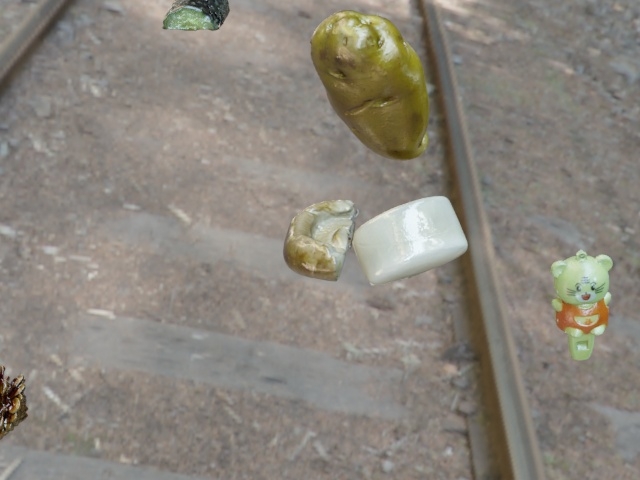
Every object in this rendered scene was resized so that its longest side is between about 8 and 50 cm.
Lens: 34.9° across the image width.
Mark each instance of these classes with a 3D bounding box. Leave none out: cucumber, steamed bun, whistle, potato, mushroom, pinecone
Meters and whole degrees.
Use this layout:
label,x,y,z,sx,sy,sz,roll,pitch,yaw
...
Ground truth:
label,x,y,z,sx,sy,sz,roll,pitch,yaw
cucumber,-0.175,-0.333,1.442,0.078,0.062,0.211,2,15,-1
steamed bun,0.202,-0.002,2.220,0.242,0.164,0.146,-16,76,-24
whistle,0.571,0.144,2.231,0.131,0.288,0.106,-8,29,0
potato,0.110,-0.301,2.007,0.196,0.369,0.176,-23,42,7
mushroom,0.000,0.001,1.393,0.094,0.072,0.209,17,24,-2
pinecone,-0.417,0.205,1.257,0.109,0.102,0.102,-4,35,-26
